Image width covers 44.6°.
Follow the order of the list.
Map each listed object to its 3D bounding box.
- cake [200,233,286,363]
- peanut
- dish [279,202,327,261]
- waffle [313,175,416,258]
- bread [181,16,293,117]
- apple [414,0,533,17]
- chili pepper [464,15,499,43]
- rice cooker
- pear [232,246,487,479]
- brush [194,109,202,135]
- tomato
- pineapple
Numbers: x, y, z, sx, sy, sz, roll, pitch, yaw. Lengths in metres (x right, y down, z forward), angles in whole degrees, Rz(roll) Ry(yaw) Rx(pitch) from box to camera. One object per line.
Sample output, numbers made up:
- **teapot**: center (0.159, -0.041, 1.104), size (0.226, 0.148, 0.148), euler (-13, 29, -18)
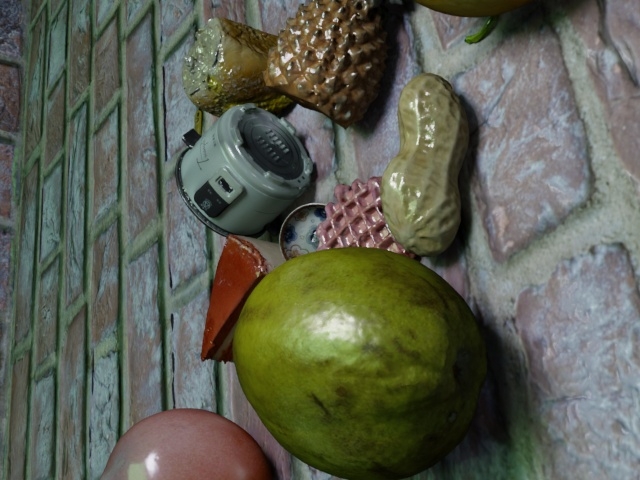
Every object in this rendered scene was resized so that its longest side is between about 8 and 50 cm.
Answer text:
- **cake**: center (-0.114, 0.134, 1.520), size (0.160, 0.158, 0.261), euler (15, 93, 55)
- **peanut**: center (0.165, -0.124, 1.247), size (0.120, 0.136, 0.298), euler (-6, 74, 56)
- **dish**: center (0.000, 0.000, 1.488), size (0.141, 0.078, 0.141), euler (0, 90, 15)
- **waffle**: center (0.076, 0.001, 1.366), size (0.221, 0.056, 0.234), euler (18, 95, 42)
- **bread**: center (-0.179, -0.350, 1.684), size (0.195, 0.246, 0.176), euler (-45, 45, 40)
- **apple**: center (0.225, -0.523, 1.135), size (0.374, 0.374, 0.383), euler (-21, 48, 49)
- **chili pepper**: center (0.268, -0.351, 1.282), size (0.083, 0.017, 0.030), euler (-38, 49, 41)
- **rice cooker**: center (-0.162, -0.133, 1.598), size (0.227, 0.280, 0.241), euler (-39, 9, 35)
- **pear**: center (0.057, 0.171, 1.137), size (0.414, 0.352, 0.351), euler (0, 79, 49)
- **brush**: center (-0.321, -0.243, 2.034), size (0.083, 0.010, 0.218), euler (-24, 61, 47)
- **tomato**: center (-0.262, 0.472, 1.475), size (0.322, 0.322, 0.321), euler (-21, 63, 48)
- **pineapple**: center (0.055, -0.402, 1.448), size (0.223, 0.223, 0.357), euler (34, 95, 52)
